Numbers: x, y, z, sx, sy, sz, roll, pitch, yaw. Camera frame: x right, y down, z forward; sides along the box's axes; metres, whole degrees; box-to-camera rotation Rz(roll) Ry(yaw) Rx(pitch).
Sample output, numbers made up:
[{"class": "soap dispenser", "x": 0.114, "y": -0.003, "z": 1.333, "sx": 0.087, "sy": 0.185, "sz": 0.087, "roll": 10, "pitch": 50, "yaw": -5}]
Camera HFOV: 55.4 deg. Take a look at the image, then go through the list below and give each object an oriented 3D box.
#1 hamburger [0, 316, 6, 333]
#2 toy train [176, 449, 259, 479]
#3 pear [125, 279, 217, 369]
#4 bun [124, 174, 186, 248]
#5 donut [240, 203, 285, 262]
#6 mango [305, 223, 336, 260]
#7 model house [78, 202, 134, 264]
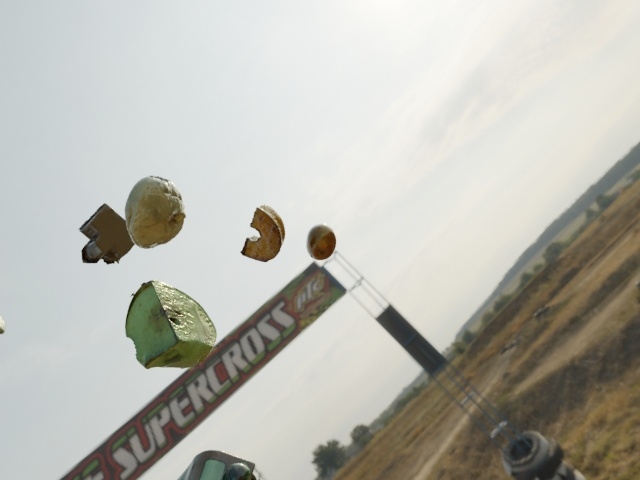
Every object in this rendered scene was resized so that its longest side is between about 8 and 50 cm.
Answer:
[{"class": "hamburger", "x": -0.985, "y": 0.250, "z": 1.811, "sx": 0.054, "sy": 0.084, "sz": 0.121, "roll": -33, "pitch": -32, "yaw": -14}, {"class": "toy train", "x": -0.222, "y": 0.542, "z": 1.204, "sx": 0.129, "sy": 0.159, "sz": 0.326, "roll": -78, "pitch": 7, "yaw": -56}, {"class": "pear", "x": -0.479, "y": 0.299, "z": 1.998, "sx": 0.176, "sy": 0.286, "sz": 0.282, "roll": -41, "pitch": -29, "yaw": 15}, {"class": "bun", "x": -0.471, "y": -0.080, "z": 1.771, "sx": 0.220, "sy": 0.134, "sz": 0.220, "roll": 12, "pitch": -90, "yaw": -74}, {"class": "donut", "x": -0.209, "y": -0.012, "z": 2.401, "sx": 0.101, "sy": 0.152, "sz": 0.259, "roll": -47, "pitch": -15, "yaw": -54}, {"class": "mango", "x": -0.001, "y": 0.006, "z": 2.492, "sx": 0.221, "sy": 0.120, "sz": 0.151, "roll": -174, "pitch": 93, "yaw": -82}, {"class": "model house", "x": -0.785, "y": 0.024, "z": 2.143, "sx": 0.248, "sy": 0.181, "sz": 0.176, "roll": -32, "pitch": 22, "yaw": 41}]
